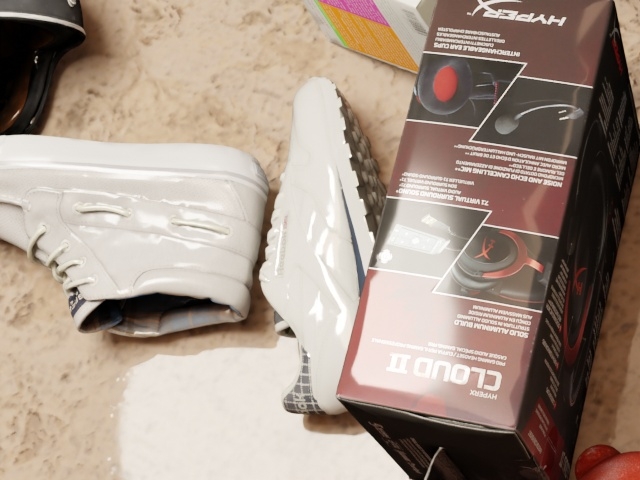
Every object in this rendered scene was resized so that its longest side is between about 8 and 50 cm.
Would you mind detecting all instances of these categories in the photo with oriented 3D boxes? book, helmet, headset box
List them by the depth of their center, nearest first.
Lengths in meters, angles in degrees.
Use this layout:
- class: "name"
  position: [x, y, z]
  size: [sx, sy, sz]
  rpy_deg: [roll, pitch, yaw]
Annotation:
- class: "headset box"
  position: [0.108, 0.024, 1.082]
  size: [0.110, 0.218, 0.293]
  rpy_deg: [9, 74, 18]
- class: "book"
  position: [0.040, -0.154, 1.203]
  size: [0.144, 0.096, 0.035]
  rpy_deg: [29, 78, 42]
- class: "helmet"
  position: [-0.256, -0.154, 1.265]
  size: [0.169, 0.169, 0.161]
  rpy_deg: [28, 96, 21]

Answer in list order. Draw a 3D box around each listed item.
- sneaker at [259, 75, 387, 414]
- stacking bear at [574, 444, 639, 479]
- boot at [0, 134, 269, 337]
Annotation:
- class: "sneaker"
  position: [0.000, 0.000, 1.193]
  size: [0.095, 0.090, 0.235]
  rpy_deg: [-17, 66, 18]
- class: "stacking bear"
  position: [0.277, 0.195, 1.020]
  size: [0.289, 0.164, 0.175]
  rpy_deg: [9, 73, 21]
- class: "boot"
  position: [-0.167, 0.002, 1.222]
  size: [0.258, 0.095, 0.123]
  rpy_deg: [-1, 64, 12]
